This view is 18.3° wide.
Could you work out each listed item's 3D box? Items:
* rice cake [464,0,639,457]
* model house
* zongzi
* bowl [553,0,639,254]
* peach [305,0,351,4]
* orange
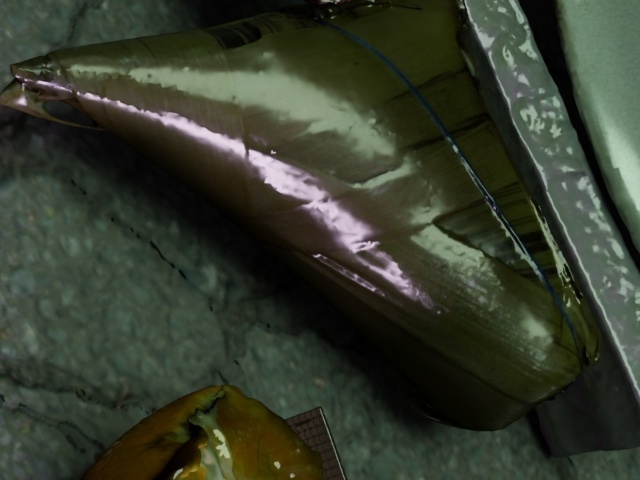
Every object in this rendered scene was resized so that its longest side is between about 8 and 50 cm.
[{"bbox_3d":[0.121,-0.012,1.166,0.050,0.106,0.298,-23,88,-34],"label":"rice cake"},{"bbox_3d":[0.004,0.129,1.032,0.057,0.058,0.083,-12,80,-44],"label":"model house"},{"bbox_3d":[0.000,0.000,1.038,0.289,0.123,0.260,-19,83,-45],"label":"zongzi"},{"bbox_3d":[0.346,-0.092,1.268,0.435,0.196,0.434,36,41,-39],"label":"bowl"},{"bbox_3d":[0.009,-0.227,1.120,0.189,0.068,0.279,11,37,-9],"label":"peach"},{"bbox_3d":[-0.063,0.147,0.930,0.170,0.112,0.160,57,27,-55],"label":"orange"}]
